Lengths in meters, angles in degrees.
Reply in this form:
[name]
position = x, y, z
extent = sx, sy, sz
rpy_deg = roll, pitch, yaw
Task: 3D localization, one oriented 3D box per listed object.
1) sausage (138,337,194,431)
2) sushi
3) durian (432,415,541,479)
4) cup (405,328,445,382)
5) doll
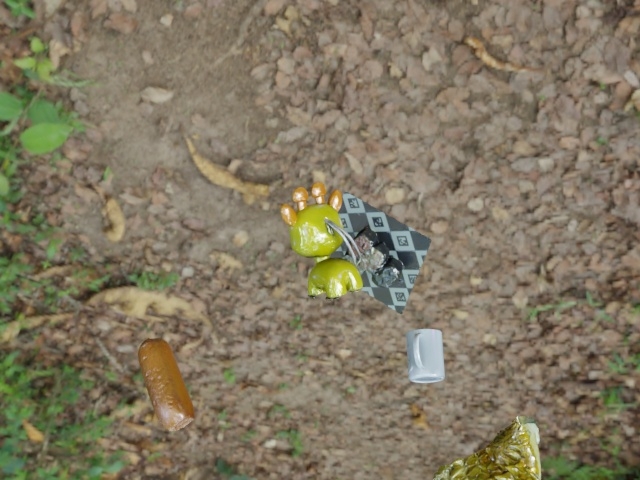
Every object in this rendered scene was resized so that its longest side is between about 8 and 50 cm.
[sausage]
position = -0.311, 0.283, 1.513
extent = 0.076, 0.197, 0.076
rpy_deg = -21, 157, -9
[sushi]
position = 0.104, 0.040, 1.641
extent = 0.219, 0.047, 0.231
rpy_deg = 31, 132, 17
[durian]
position = 0.294, 0.404, 1.182
extent = 0.185, 0.196, 0.305
rpy_deg = -15, 156, -9
[cup]
position = 0.270, 0.309, 2.044
extent = 0.136, 0.133, 0.099
rpy_deg = 16, 154, -37
[doll]
position = 0.000, 0.000, 1.451
extent = 0.143, 0.221, 0.135
rpy_deg = -15, -175, -31
